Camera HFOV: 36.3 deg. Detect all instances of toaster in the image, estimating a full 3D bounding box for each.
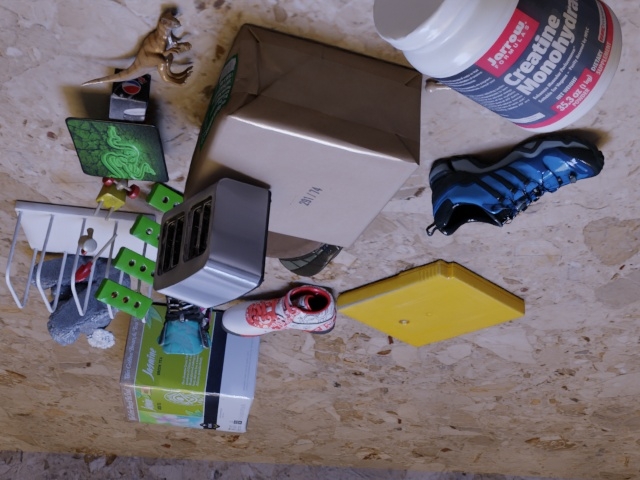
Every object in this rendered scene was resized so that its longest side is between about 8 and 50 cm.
[{"bbox_3d":[-0.164,0.013,1.486,0.110,0.185,0.168,20,152,-33],"label":"toaster"}]

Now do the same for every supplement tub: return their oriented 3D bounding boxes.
[{"bbox_3d":[0.222,-0.266,1.215,0.272,0.191,0.191,22,149,-31],"label":"supplement tub"}]

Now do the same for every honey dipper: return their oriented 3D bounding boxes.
[{"bbox_3d":[0.237,-0.233,1.464,0.161,0.030,0.030,1,153,14],"label":"honey dipper"}]

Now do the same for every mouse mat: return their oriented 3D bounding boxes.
[{"bbox_3d":[-0.337,-0.149,1.634,0.153,0.007,0.189,5,155,0],"label":"mouse mat"}]

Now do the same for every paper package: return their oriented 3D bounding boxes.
[{"bbox_3d":[-0.032,-0.146,1.529,0.310,0.168,0.325,12,153,-14],"label":"paper package"}]

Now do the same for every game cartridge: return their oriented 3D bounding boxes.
[{"bbox_3d":[0.248,0.145,2.202,0.285,0.052,0.324,27,143,-37],"label":"game cartridge"}]

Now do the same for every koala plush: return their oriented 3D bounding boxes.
[{"bbox_3d":[-0.516,0.145,2.177,0.203,0.196,0.221,-20,157,-16],"label":"koala plush"}]

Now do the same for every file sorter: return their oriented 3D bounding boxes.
[{"bbox_3d":[-0.482,0.051,1.993,0.278,0.173,0.193,6,153,-2],"label":"file sorter"}]

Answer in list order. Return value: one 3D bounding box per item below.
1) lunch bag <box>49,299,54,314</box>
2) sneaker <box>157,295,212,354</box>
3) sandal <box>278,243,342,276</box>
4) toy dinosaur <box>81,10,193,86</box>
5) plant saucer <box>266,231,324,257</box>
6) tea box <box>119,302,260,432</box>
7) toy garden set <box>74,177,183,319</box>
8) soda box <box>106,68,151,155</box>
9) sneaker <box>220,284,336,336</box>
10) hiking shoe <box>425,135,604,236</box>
[{"bbox_3d":[-0.614,0.164,2.363,0.067,0.065,0.098,5,157,-37],"label":"lunch bag"},{"bbox_3d":[-0.307,0.163,2.177,0.124,0.178,0.295,2,153,6],"label":"sneaker"},{"bbox_3d":[0.000,0.000,1.935,0.090,0.060,0.219,46,130,-1],"label":"sandal"},{"bbox_3d":[-0.251,-0.270,1.455,0.112,0.064,0.211,38,133,-19],"label":"toy dinosaur"},{"bbox_3d":[-0.105,-0.049,1.823,0.278,0.041,0.278,10,145,7],"label":"plant saucer"},{"bbox_3d":[-0.325,0.328,2.466,0.324,0.220,0.329,7,154,-3],"label":"tea box"},{"bbox_3d":[-0.366,-0.002,1.839,0.204,0.244,0.049,31,176,-37],"label":"toy garden set"},{"bbox_3d":[-0.312,-0.205,1.584,0.060,0.053,0.169,10,154,-10],"label":"soda box"},{"bbox_3d":[-0.098,0.156,2.232,0.270,0.090,0.145,1,152,0],"label":"sneaker"},{"bbox_3d":[0.326,-0.081,1.633,0.304,0.132,0.113,-12,149,30],"label":"hiking shoe"}]
